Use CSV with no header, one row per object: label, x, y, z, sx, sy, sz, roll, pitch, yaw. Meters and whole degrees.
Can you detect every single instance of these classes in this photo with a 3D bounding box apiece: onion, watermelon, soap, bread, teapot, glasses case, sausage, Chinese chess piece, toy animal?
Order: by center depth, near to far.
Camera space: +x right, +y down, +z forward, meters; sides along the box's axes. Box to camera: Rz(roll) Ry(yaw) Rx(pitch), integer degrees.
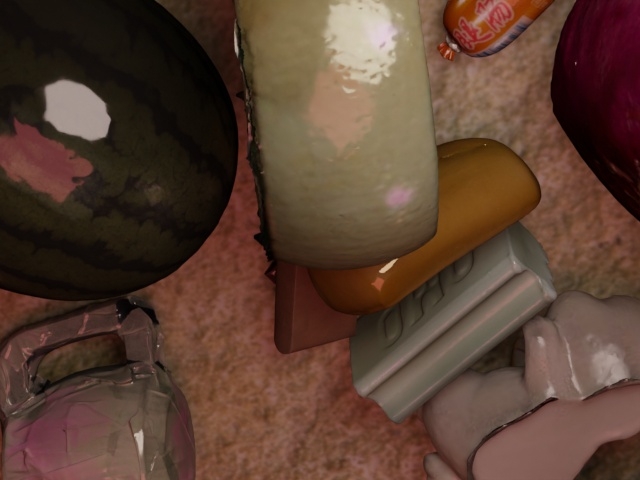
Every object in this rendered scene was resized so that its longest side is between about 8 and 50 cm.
Chinese chess piece,0.001,-0.149,1.544,0.146,0.349,0.349,-7,120,-2
watermelon,-0.241,-0.102,1.607,0.359,0.279,0.279,29,115,-12
onion,0.389,-0.155,1.616,0.348,0.348,0.385,43,72,-23
sausage,0.185,-0.237,1.662,0.071,0.071,0.234,36,112,-21
bread,0.085,-0.020,1.721,0.217,0.147,0.098,-35,103,-19
glasses case,0.000,0.000,1.805,0.102,0.070,0.193,-14,122,-30
soap,0.120,0.067,1.808,0.198,0.119,0.066,-41,114,19
teapot,-0.222,0.182,1.838,0.178,0.163,0.221,-5,121,9
toy animal,0.251,0.144,1.842,0.325,0.154,0.208,-11,126,-1
